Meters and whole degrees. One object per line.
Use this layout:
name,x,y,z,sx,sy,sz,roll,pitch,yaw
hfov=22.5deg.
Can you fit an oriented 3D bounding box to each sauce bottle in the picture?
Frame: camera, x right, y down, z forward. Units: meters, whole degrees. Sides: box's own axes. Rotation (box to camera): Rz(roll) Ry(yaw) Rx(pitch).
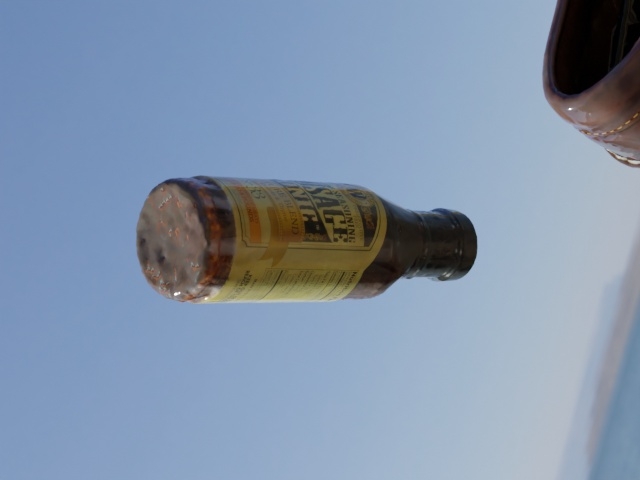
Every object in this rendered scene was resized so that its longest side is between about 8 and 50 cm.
sauce bottle,0.000,0.000,0.536,0.128,0.042,0.042,-1,-71,-44

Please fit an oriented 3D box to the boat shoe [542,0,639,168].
boat shoe,0.120,-0.121,0.471,0.073,0.073,0.207,3,76,56
